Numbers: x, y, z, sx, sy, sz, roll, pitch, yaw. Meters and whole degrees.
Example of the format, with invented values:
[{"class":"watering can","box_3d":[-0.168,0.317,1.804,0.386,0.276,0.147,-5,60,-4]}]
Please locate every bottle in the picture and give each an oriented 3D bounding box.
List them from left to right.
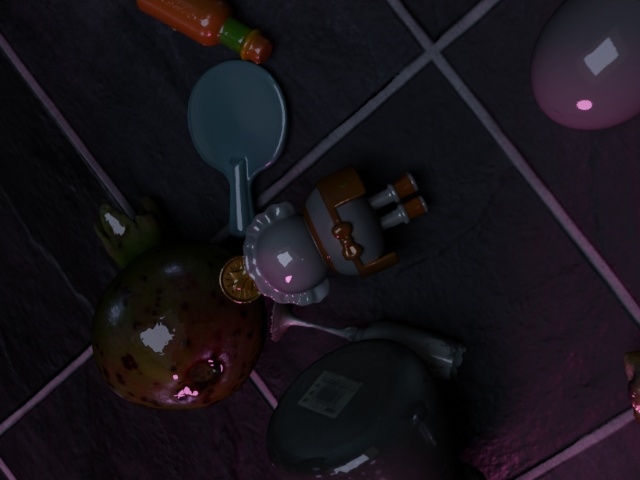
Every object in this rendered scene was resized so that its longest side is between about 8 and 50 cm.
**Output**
[{"class":"bottle","box_3d":[-0.146,-0.284,1.492,0.187,0.069,0.069,32,115,13]}]

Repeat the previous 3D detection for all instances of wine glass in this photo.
[{"class":"wine glass","box_3d":[0.064,0.128,1.511,0.262,0.074,0.074,13,109,20]}]

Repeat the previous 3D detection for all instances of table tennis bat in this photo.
[{"class":"table tennis bat","box_3d":[-0.107,-0.121,1.540,0.149,0.038,0.237,1,100,23]}]

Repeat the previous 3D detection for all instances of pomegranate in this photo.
[{"class":"pomegranate","box_3d":[-0.217,0.094,1.554,0.306,0.242,0.242,33,116,32]}]

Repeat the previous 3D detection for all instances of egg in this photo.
[{"class":"egg","box_3d":[0.315,-0.207,1.255,0.198,0.146,0.146,-44,84,22]}]

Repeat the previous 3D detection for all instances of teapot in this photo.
[{"class":"teapot","box_3d":[0.059,0.299,1.463,0.305,0.223,0.285,-18,123,30]}]

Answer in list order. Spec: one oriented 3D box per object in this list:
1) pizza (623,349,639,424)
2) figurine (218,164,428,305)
[{"class":"pizza","box_3d":[0.476,0.223,1.334,0.305,0.085,0.161,35,120,7]},{"class":"figurine","box_3d":[0.004,0.000,1.434,0.271,0.143,0.143,-30,91,-14]}]
